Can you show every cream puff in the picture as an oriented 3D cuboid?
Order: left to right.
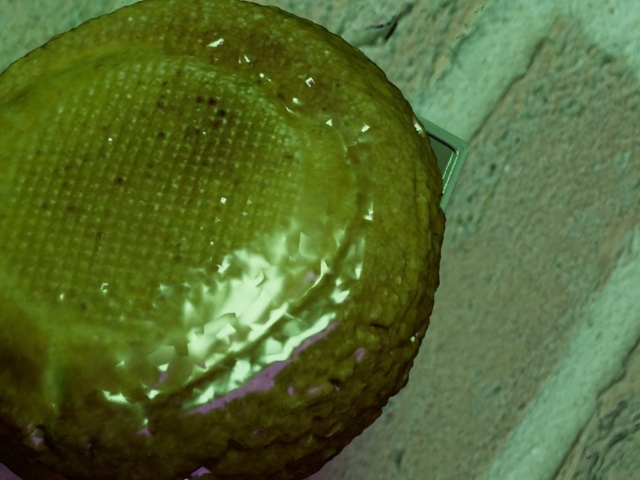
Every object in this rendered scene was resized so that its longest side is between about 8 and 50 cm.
[{"bbox_3d":[-0.071,0.014,1.084,0.303,0.303,0.212,-45,153,-16],"label":"cream puff"}]

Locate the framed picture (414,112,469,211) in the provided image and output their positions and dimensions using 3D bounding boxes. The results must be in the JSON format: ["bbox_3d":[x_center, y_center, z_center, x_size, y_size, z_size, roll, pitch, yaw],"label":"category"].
[{"bbox_3d":[0.000,0.000,1.246,0.150,0.015,0.203,26,81,-29],"label":"framed picture"}]
